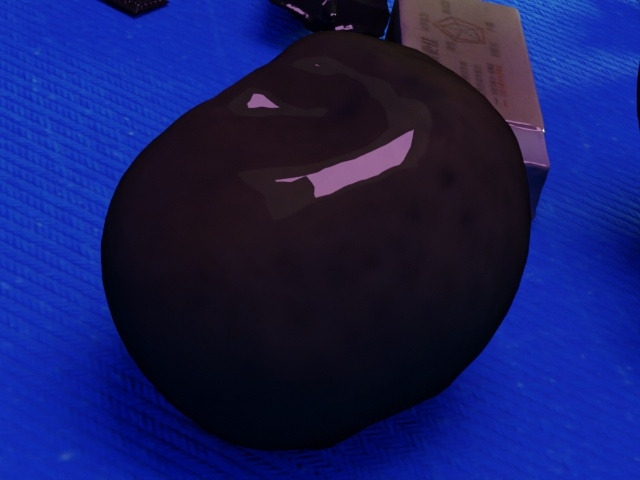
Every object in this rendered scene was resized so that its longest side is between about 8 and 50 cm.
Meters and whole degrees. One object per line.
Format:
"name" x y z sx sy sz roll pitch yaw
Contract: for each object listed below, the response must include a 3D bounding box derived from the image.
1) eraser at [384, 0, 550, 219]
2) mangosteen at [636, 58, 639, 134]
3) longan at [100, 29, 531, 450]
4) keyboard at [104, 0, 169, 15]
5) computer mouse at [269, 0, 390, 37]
"eraser" 0.144 -0.148 1.594 0.144 0.078 0.343 10 33 -6
"mangosteen" 0.450 -0.080 1.391 0.382 0.382 0.435 24 67 15
"longan" 0.000 0.000 1.146 0.350 0.288 0.288 -29 51 -34
"keyboard" -0.262 -0.295 1.721 0.198 0.010 0.063 29 33 21
"computer mouse" 0.004 -0.291 1.750 0.147 0.088 0.264 22 29 -11
